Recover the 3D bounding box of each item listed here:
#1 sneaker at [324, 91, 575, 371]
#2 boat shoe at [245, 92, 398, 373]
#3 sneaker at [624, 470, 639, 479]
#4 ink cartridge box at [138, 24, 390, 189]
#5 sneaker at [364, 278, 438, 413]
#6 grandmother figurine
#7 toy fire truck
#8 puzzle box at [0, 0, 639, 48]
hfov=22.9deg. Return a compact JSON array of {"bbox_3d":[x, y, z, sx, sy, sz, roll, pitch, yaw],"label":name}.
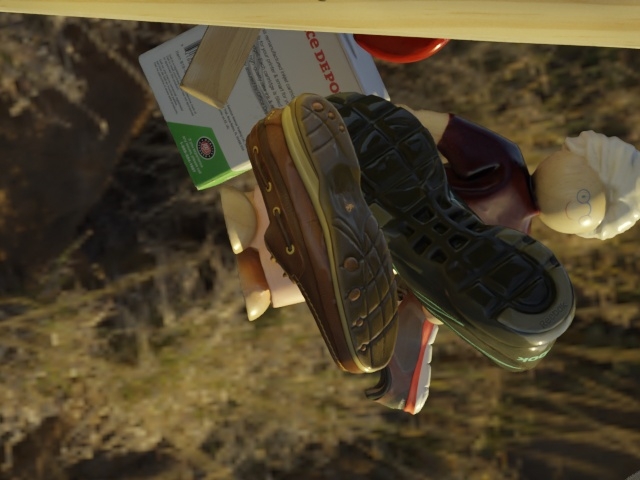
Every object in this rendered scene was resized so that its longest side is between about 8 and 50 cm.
[{"bbox_3d":[0.074,-0.001,1.188,0.101,0.267,0.106,-35,157,-18],"label":"sneaker"},{"bbox_3d":[0.000,0.000,0.987,0.064,0.060,0.178,-5,76,-56],"label":"boat shoe"},{"bbox_3d":[0.148,0.210,0.597,0.104,0.147,0.295,-108,-151,-53],"label":"sneaker"},{"bbox_3d":[-0.055,-0.163,1.601,0.153,0.208,0.087,67,22,0],"label":"ink cartridge box"},{"bbox_3d":[0.070,0.075,1.412,0.061,0.065,0.157,179,-82,-86],"label":"sneaker"},{"bbox_3d":[0.099,-0.016,1.292,0.104,0.343,0.207,-102,180,-47],"label":"grandmother figurine"},{"bbox_3d":[0.010,-0.211,1.329,0.217,0.246,0.158,37,32,3],"label":"toy fire truck"},{"bbox_3d":[0.030,-0.214,0.925,0.272,0.409,0.052,-67,157,-48],"label":"puzzle box"}]
